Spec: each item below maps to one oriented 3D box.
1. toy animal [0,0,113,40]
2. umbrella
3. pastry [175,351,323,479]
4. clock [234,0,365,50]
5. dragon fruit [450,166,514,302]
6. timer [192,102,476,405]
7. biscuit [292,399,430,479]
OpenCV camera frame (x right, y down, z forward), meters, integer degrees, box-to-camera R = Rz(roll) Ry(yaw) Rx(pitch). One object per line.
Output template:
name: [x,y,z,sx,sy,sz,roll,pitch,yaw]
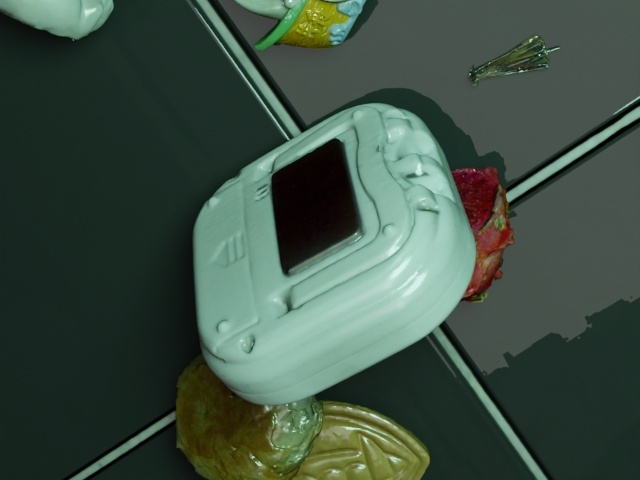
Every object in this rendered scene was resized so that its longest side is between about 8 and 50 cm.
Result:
toy animal: [-0.228,-0.284,0.981,0.178,0.127,0.193,22,109,5]
umbrella: [0.170,-0.157,1.006,0.083,0.020,0.031,-18,100,18]
pastry: [-0.070,0.163,1.071,0.153,0.081,0.153,-3,82,25]
clock: [-0.008,-0.265,0.963,0.144,0.103,0.231,27,108,-7]
dragon fruit: [0.113,0.022,1.006,0.153,0.153,0.111,-27,116,14]
timer: [0.000,0.000,0.950,0.237,0.262,0.087,-31,127,15]
biscuit: [-0.001,0.226,1.121,0.220,0.029,0.142,-13,101,12]
